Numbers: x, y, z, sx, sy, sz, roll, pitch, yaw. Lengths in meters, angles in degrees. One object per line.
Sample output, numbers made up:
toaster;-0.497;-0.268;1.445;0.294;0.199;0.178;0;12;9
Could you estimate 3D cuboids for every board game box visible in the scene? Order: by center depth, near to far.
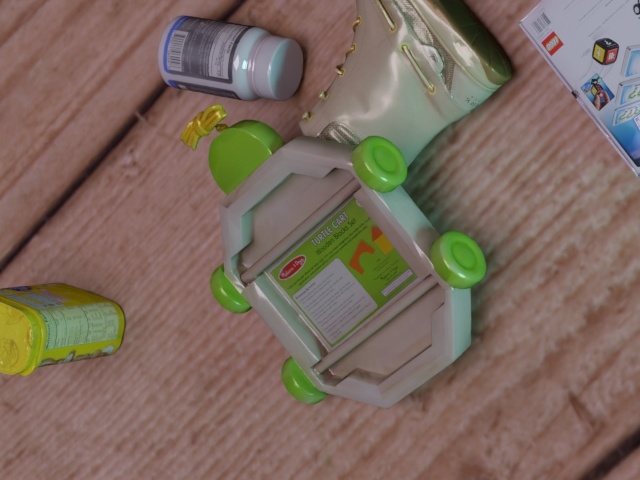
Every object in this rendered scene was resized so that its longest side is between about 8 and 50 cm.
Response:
board game box;0.349;-0.226;1.788;0.305;0.053;0.193;-43;72;25

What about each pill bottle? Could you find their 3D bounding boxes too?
pill bottle;-0.092;-0.186;2.029;0.137;0.078;0.078;13;99;28

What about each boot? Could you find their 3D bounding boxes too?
boot;0.040;-0.194;1.946;0.203;0.095;0.262;-45;77;25

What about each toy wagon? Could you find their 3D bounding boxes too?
toy wagon;0.000;0.000;1.934;0.344;0.068;0.267;51;130;2

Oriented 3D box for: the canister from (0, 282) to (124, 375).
canister;-0.306;0.091;2.114;0.126;0.170;0.073;17;101;28
